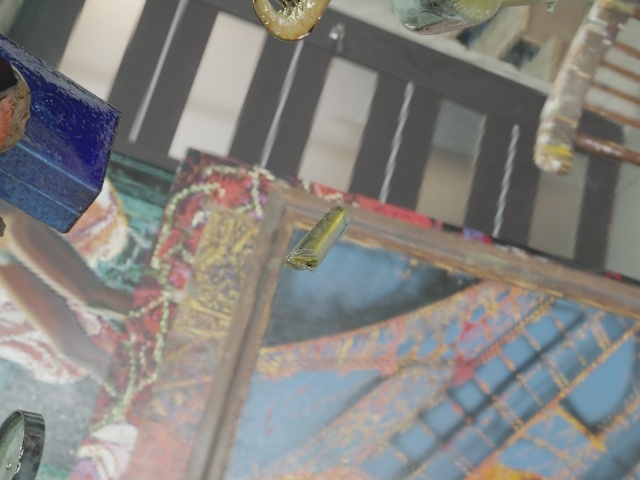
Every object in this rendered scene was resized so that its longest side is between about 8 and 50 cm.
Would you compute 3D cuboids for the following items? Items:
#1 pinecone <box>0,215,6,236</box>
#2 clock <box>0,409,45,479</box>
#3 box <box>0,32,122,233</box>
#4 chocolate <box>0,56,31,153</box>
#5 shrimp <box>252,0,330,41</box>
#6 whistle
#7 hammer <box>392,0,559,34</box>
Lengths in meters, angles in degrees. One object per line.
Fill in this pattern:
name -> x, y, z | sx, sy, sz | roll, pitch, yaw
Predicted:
pinecone -> -0.805, -0.060, 2.036 | 0.384, 0.385, 0.384 | -160, 90, -81
clock -> -0.567, 0.414, 1.896 | 0.215, 0.042, 0.214 | -39, 39, 40
box -> -0.463, -0.181, 1.606 | 0.116, 0.279, 0.261 | -46, 25, 26
chocolate -> -0.448, -0.174, 1.379 | 0.127, 0.124, 0.133 | -107, 34, -47
shrimp -> -0.031, -0.384, 1.539 | 0.178, 0.124, 0.034 | -55, 24, 4
whistle -> 0.000, -0.001, 2.267 | 0.326, 0.068, 0.057 | -50, -18, -66
hammer -> 0.282, -0.392, 1.650 | 0.202, 0.306, 0.113 | 11, 108, 61
